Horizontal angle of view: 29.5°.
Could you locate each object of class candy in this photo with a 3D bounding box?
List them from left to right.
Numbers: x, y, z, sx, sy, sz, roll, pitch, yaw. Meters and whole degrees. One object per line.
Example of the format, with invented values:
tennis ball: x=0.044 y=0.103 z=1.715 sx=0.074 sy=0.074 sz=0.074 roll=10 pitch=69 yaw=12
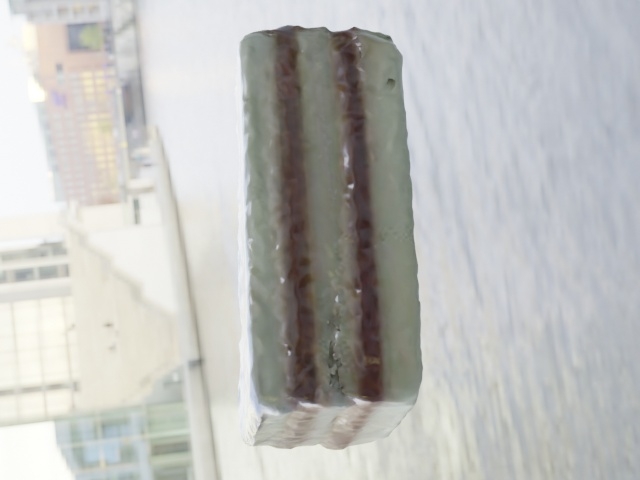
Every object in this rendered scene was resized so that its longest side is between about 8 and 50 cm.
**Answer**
candy: x=0.000 y=0.000 z=0.959 sx=0.179 sy=0.135 sz=0.320 roll=101 pitch=167 yaw=-67
